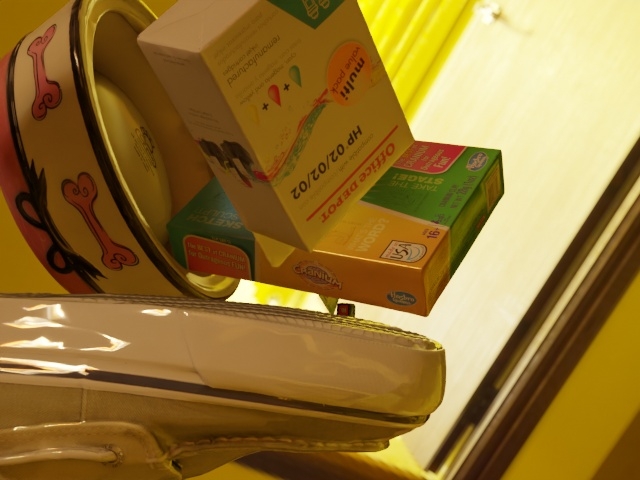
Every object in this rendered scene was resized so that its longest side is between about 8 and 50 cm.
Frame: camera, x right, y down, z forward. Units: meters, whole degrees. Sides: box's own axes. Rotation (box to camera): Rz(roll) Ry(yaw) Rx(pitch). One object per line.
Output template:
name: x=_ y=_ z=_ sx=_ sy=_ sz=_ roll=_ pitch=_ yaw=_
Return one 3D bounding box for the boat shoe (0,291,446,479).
boat shoe: x=-0.099 y=0.070 z=0.452 sx=0.302 sy=0.094 sz=0.109 roll=3 pitch=179 yaw=5

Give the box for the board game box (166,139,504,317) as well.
board game box: x=0.021 y=-0.035 z=1.214 sx=0.317 sy=0.064 sz=0.242 roll=9 pitch=-141 yaw=26

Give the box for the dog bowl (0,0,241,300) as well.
dog bowl: x=-0.244 y=-0.096 z=1.285 sx=0.408 sy=0.150 sz=0.408 roll=-20 pitch=-90 yaw=-76

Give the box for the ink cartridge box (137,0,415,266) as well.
ink cartridge box: x=-0.012 y=-0.070 z=0.606 sx=0.061 sy=0.104 sz=0.181 roll=20 pitch=149 yaw=44

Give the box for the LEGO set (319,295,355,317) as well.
LEGO set: x=0.000 y=0.000 z=1.468 sx=0.060 sy=0.182 sz=0.244 roll=-1 pitch=140 yaw=27
